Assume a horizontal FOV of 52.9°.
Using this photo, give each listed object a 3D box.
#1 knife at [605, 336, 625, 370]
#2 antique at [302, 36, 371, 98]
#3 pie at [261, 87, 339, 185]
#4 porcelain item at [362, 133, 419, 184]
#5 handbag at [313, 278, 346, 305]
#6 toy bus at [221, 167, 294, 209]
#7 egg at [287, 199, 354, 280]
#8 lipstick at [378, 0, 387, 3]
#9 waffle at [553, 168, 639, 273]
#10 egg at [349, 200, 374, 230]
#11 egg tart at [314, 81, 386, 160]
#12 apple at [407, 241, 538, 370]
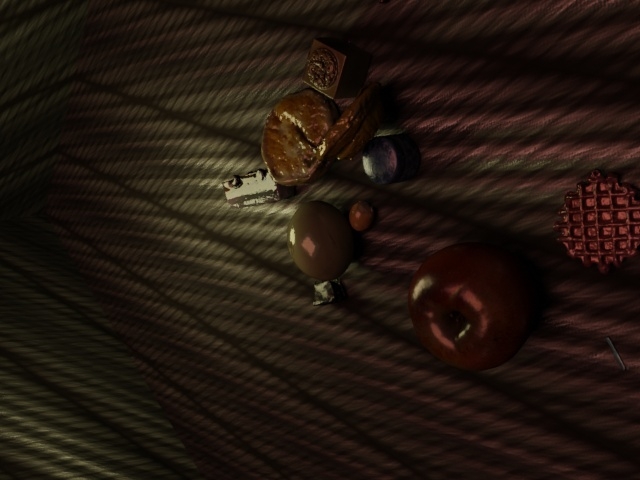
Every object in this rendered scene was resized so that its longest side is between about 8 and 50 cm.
[{"bbox_3d":[0.730,0.281,1.592,0.014,0.005,0.091,-36,76,43],"label":"knife"},{"bbox_3d":[0.043,-0.528,1.966,0.152,0.148,0.146,37,127,30],"label":"antique"},{"bbox_3d":[-0.067,-0.344,2.152,0.339,0.077,0.339,-3,85,34],"label":"pie"},{"bbox_3d":[0.205,-0.240,1.904,0.147,0.114,0.147,14,109,43],"label":"porcelain item"},{"bbox_3d":[0.025,0.153,2.240,0.115,0.072,0.139,-19,74,48],"label":"handbag"},{"bbox_3d":[-0.226,-0.195,2.363,0.317,0.112,0.137,-6,101,47],"label":"toy bus"},{"bbox_3d":[0.000,0.000,2.104,0.219,0.219,0.269,-38,72,44],"label":"egg"},{"bbox_3d":[0.176,-0.775,1.848,0.027,0.027,0.176,7,105,44],"label":"lipstick"},{"bbox_3d":[0.667,-0.040,1.531,0.221,0.055,0.234,51,132,24],"label":"waffle"},{"bbox_3d":[0.129,-0.075,2.052,0.080,0.080,0.096,49,139,25],"label":"egg"},{"bbox_3d":[0.101,-0.335,1.894,0.115,0.290,0.290,40,133,-6],"label":"egg tart"},{"bbox_3d":[0.402,0.167,1.700,0.349,0.277,0.348,16,115,39],"label":"apple"}]
